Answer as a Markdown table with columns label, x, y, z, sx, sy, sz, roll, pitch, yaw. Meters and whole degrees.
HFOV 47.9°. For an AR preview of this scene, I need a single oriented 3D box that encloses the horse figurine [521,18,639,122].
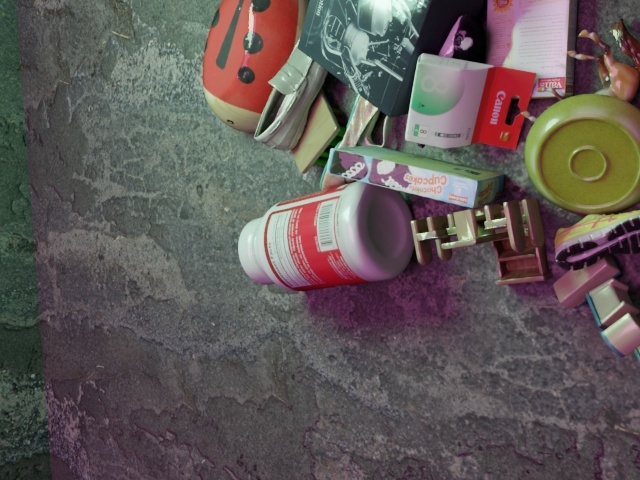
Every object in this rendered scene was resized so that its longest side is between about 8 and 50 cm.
| label | x | y | z | sx | sy | sz | roll | pitch | yaw |
| --- | --- | --- | --- | --- | --- | --- | --- | --- | --- |
| horse figurine | 0.497 | -0.265 | 1.310 | 0.174 | 0.066 | 0.263 | 36 | 112 | 7 |

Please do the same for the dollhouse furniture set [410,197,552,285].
| label | x | y | z | sx | sy | sz | roll | pitch | yaw |
| --- | --- | --- | --- | --- | --- | --- | --- | --- | --- |
| dollhouse furniture set | 0.334 | 0.015 | 1.394 | 0.212 | 0.242 | 0.161 | -11 | 89 | 43 |

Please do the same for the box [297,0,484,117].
| label | x | y | z | sx | sy | sz | roll | pitch | yaw |
| --- | --- | --- | --- | --- | --- | --- | --- | --- | --- |
| box | 0.148 | -0.490 | 1.501 | 0.312 | 0.178 | 0.343 | 42 | 132 | 29 |

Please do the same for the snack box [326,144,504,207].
| label | x | y | z | sx | sy | sz | roll | pitch | yaw |
| --- | --- | --- | --- | --- | --- | --- | --- | --- | --- |
| snack box | 0.198 | -0.138 | 1.493 | 0.321 | 0.187 | 0.060 | 16 | 107 | 27 |

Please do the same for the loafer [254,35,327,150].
| label | x | y | z | sx | sy | sz | roll | pitch | yaw |
| --- | --- | --- | --- | --- | --- | --- | --- | --- | --- |
| loafer | -0.067 | -0.371 | 1.734 | 0.112 | 0.111 | 0.320 | 38 | 112 | 49 |

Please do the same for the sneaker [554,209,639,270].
| label | x | y | z | sx | sy | sz | roll | pitch | yaw |
| --- | --- | --- | --- | --- | --- | --- | --- | --- | --- |
| sneaker | 0.523 | -0.021 | 1.312 | 0.208 | 0.094 | 0.082 | -17 | 124 | 14 |

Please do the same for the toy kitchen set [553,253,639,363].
| label | x | y | z | sx | sy | sz | roll | pitch | yaw |
| --- | --- | --- | --- | --- | --- | --- | --- | --- | --- |
| toy kitchen set | 0.557 | 0.147 | 1.334 | 0.122 | 0.166 | 0.207 | -49 | 27 | 34 |

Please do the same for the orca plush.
| label | x | y | z | sx | sy | sz | roll | pitch | yaw |
| --- | --- | --- | --- | --- | --- | --- | --- | --- | --- |
| orca plush | 0.277 | -0.304 | 1.465 | 0.102 | 0.151 | 0.287 | 46 | 125 | 28 |

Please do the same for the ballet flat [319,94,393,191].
| label | x | y | z | sx | sy | sz | roll | pitch | yaw |
| --- | --- | --- | --- | --- | --- | --- | --- | --- | --- |
| ballet flat | 0.095 | -0.221 | 1.679 | 0.106 | 0.107 | 0.316 | 33 | 118 | 19 |

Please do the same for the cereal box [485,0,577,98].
| label | x | y | z | sx | sy | sz | roll | pitch | yaw |
| --- | --- | --- | --- | --- | --- | --- | --- | --- | --- |
| cereal box | 0.407 | -0.397 | 1.402 | 0.172 | 0.047 | 0.240 | 9 | 103 | 41 |

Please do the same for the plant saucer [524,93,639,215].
| label | x | y | z | sx | sy | sz | roll | pitch | yaw |
| --- | --- | --- | --- | --- | --- | --- | --- | --- | --- |
| plant saucer | 0.487 | -0.144 | 1.305 | 0.240 | 0.037 | 0.241 | 16 | 126 | 23 |

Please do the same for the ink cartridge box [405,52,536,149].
| label | x | y | z | sx | sy | sz | roll | pitch | yaw |
| --- | --- | --- | --- | --- | --- | --- | --- | --- | --- |
| ink cartridge box | 0.289 | -0.260 | 1.417 | 0.224 | 0.056 | 0.181 | 14 | 133 | 11 |

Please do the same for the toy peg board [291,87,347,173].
| label | x | y | z | sx | sy | sz | roll | pitch | yaw |
| --- | --- | --- | --- | --- | --- | --- | --- | --- | --- |
| toy peg board | -0.001 | -0.270 | 1.788 | 0.161 | 0.079 | 0.161 | -48 | 49 | 35 |

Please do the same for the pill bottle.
| label | x | y | z | sx | sy | sz | roll | pitch | yaw |
| --- | --- | --- | --- | --- | --- | --- | --- | --- | --- |
| pill bottle | 0.000 | 0.000 | 1.707 | 0.407 | 0.229 | 0.229 | -11 | 88 | 43 |

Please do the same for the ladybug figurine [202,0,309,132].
| label | x | y | z | sx | sy | sz | roll | pitch | yaw |
| --- | --- | --- | --- | --- | --- | --- | --- | --- | --- |
| ladybug figurine | -0.181 | -0.493 | 1.849 | 0.305 | 0.161 | 0.450 | 38 | 119 | 33 |
